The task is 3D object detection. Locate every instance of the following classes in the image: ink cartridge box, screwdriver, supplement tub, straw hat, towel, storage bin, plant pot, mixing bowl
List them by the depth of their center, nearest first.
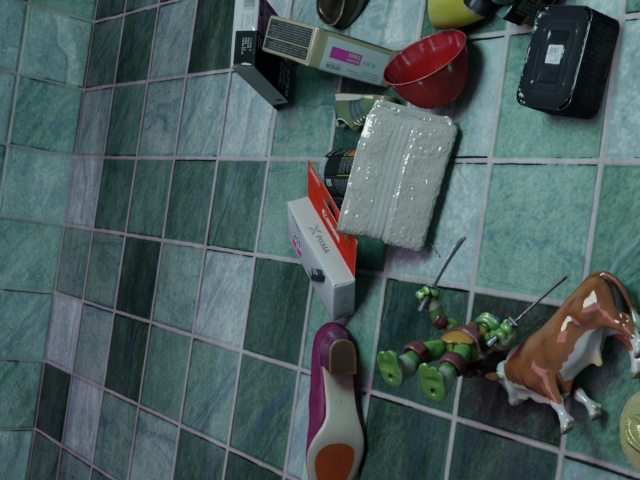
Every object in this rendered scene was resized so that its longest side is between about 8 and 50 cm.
[{"bbox_3d":[0.502,0.299,1.397,0.144,0.061,0.144,-14,72,49],"label":"straw hat"},{"bbox_3d":[0.430,-0.311,1.586,0.122,0.084,0.180,20,100,51],"label":"storage bin"},{"bbox_3d":[0.283,-0.478,1.785,0.095,0.134,0.134,14,95,27],"label":"plant pot"},{"bbox_3d":[0.226,-0.327,1.808,0.181,0.098,0.181,-25,30,16],"label":"mixing bowl"},{"bbox_3d":[0.154,-0.129,1.823,0.049,0.187,0.282,-57,-19,-86],"label":"towel"},{"bbox_3d":[0.207,-0.029,1.872,0.024,0.025,0.170,-52,55,31],"label":"screwdriver"},{"bbox_3d":[0.093,-0.140,1.950,0.190,0.117,0.117,7,89,52],"label":"supplement tub"},{"bbox_3d":[0.000,0.000,1.998,0.239,0.060,0.275,89,158,-48],"label":"ink cartridge box"},{"bbox_3d":[0.021,-0.416,2.000,0.193,0.234,0.088,32,108,50],"label":"ink cartridge box"},{"bbox_3d":[-0.124,-0.439,2.160,0.069,0.371,0.176,2,83,12],"label":"ink cartridge box"}]

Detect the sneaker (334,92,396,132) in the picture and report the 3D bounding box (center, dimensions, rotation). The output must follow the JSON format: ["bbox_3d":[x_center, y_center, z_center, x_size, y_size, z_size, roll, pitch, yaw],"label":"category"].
[{"bbox_3d":[0.097,-0.283,2.022,0.192,0.064,0.086,15,102,52],"label":"sneaker"}]

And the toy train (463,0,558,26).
[{"bbox_3d":[0.389,-0.531,1.595,0.334,0.190,0.142,-57,44,26],"label":"toy train"}]

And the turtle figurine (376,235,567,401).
[{"bbox_3d":[0.232,0.140,1.571,0.198,0.266,0.275,42,137,18],"label":"turtle figurine"}]

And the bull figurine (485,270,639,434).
[{"bbox_3d":[0.410,0.197,1.503,0.188,0.101,0.310,55,127,36],"label":"bull figurine"}]

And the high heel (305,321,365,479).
[{"bbox_3d":[0.028,0.370,1.979,0.181,0.127,0.377,-137,56,-79],"label":"high heel"}]

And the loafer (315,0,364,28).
[{"bbox_3d":[0.025,-0.626,2.023,0.134,0.130,0.366,51,152,29],"label":"loafer"}]
